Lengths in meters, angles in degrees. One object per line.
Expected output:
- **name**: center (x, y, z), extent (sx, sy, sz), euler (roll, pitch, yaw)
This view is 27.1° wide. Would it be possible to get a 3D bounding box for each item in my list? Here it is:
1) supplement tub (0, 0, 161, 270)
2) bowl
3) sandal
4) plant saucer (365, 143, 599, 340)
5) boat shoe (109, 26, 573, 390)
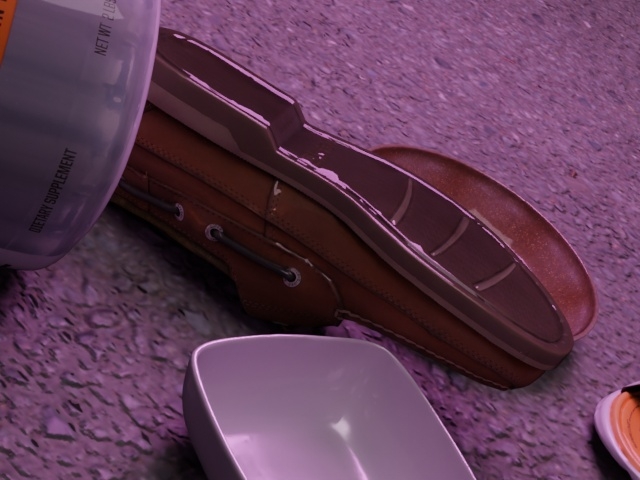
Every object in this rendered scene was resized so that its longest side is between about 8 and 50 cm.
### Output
- **supplement tub**: center (-0.250, -0.109, 0.617), extent (0.316, 0.193, 0.193), euler (14, 35, -26)
- **bowl**: center (0.001, 0.115, 0.661), extent (0.142, 0.053, 0.142), euler (4, 41, -40)
- **sandal**: center (0.284, 0.113, 0.894), extent (0.265, 0.076, 0.102), euler (-3, 45, -44)
- **plant saucer**: center (0.098, 0.010, 0.914), extent (0.199, 0.036, 0.198), euler (23, 33, -16)
- **boat shoe**: center (0.000, 0.000, 0.780), extent (0.307, 0.104, 0.111), euler (37, 22, 10)
